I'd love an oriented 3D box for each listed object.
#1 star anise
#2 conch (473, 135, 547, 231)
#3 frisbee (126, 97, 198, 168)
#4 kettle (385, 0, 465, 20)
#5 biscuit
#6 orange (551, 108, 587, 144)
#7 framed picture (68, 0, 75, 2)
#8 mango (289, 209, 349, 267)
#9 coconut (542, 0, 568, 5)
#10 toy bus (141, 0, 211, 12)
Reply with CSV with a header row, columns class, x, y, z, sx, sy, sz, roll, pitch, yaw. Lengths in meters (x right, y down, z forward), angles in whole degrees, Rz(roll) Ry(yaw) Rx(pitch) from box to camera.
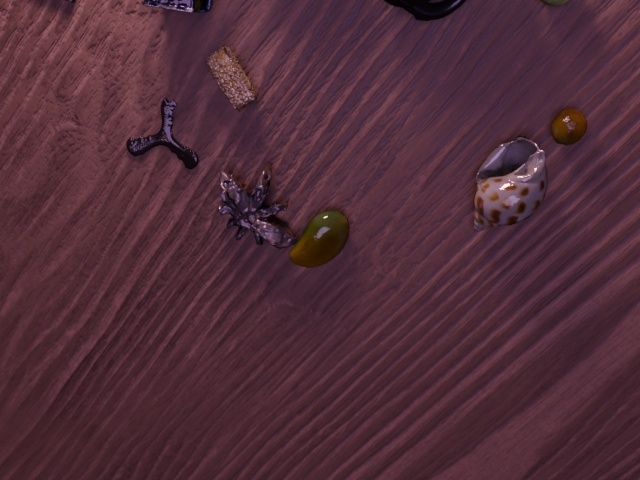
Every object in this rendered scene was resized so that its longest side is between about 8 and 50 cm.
class,x,y,z,sx,sy,sz,roll,pitch,yaw
star anise,-0.188,-0.085,1.966,0.198,0.110,0.257,-12,113,11
conch,0.484,-0.126,1.844,0.275,0.182,0.149,-38,132,23
frisbee,-0.436,-0.301,1.973,0.211,0.012,0.187,10,109,5
kettle,0.273,-0.661,1.677,0.268,0.207,0.290,27,119,-32
biscuit,-0.231,-0.427,1.874,0.082,0.070,0.168,-32,100,12
orange,0.629,-0.286,1.806,0.085,0.085,0.095,29,131,-3
framed picture,-0.683,-0.726,1.854,0.128,0.023,0.168,22,110,-1
mango,0.004,0.000,1.980,0.122,0.085,0.191,24,113,-32
coconut,0.564,-0.605,1.706,0.088,0.096,0.087,10,105,38
toy bus,-0.342,-0.710,1.735,0.138,0.175,0.287,10,109,4
